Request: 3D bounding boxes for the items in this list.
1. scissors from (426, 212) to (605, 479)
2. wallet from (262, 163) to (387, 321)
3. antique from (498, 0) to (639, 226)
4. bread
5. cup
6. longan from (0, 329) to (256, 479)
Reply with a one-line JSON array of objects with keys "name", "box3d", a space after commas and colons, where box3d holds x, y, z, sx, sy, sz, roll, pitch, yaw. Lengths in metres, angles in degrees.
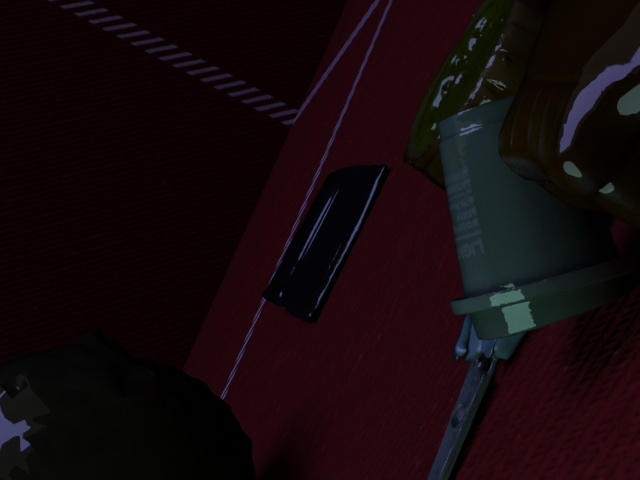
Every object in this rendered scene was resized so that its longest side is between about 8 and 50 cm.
[{"name": "scissors", "box3d": [0.114, 0.102, 0.927, 0.360, 0.029, 0.191, -64, 10, -10]}, {"name": "wallet", "box3d": [0.000, 0.000, 1.865, 0.247, 0.041, 0.323, -64, 12, -5]}, {"name": "antique", "box3d": [0.214, -0.133, 0.669, 0.278, 0.129, 0.223, -62, 16, -3]}, {"name": "bread", "box3d": [0.167, -0.158, 1.269, 0.236, 0.070, 0.236, -59, 10, 18]}, {"name": "cup", "box3d": [0.126, -0.017, 0.782, 0.120, 0.120, 0.141, 147, 106, -73]}, {"name": "longan", "box3d": [-0.250, 0.290, 1.389, 0.391, 0.391, 0.391, -60, 9, 16]}]
